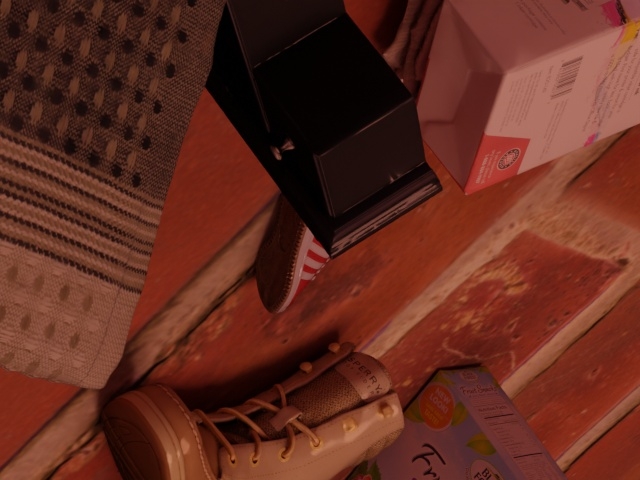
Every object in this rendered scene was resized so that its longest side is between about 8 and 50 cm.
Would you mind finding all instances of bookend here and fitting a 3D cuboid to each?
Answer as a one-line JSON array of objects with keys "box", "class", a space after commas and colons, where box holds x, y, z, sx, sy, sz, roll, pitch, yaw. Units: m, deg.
[{"box": [-0.015, -0.098, 1.010, 0.072, 0.157, 0.156, -32, 153, -9], "class": "bookend"}]

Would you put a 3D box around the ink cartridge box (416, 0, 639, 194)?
[{"box": [0.160, -0.116, 1.178, 0.198, 0.067, 0.115, -22, 151, -24], "class": "ink cartridge box"}]

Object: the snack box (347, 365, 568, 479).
[{"box": [0.126, 0.237, 1.643, 0.070, 0.207, 0.174, -2, 138, -48], "class": "snack box"}]

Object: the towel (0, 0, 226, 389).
[{"box": [-0.150, -0.111, 0.784, 0.324, 0.056, 0.312, 26, 79, -54], "class": "towel"}]

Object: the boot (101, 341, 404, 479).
[{"box": [-0.041, 0.134, 1.410, 0.203, 0.095, 0.262, -29, 154, -12], "class": "boot"}]

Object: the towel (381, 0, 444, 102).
[{"box": [0.170, -0.189, 1.203, 0.282, 0.049, 0.187, -20, 150, -30], "class": "towel"}]

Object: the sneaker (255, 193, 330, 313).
[{"box": [0.000, 0.000, 1.306, 0.067, 0.042, 0.118, -13, 143, -32], "class": "sneaker"}]
